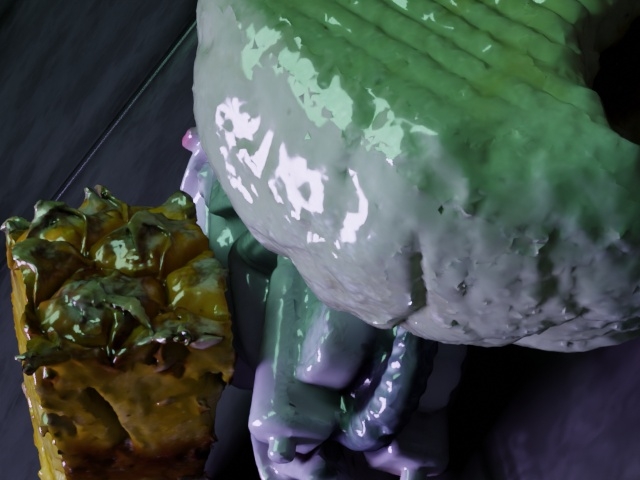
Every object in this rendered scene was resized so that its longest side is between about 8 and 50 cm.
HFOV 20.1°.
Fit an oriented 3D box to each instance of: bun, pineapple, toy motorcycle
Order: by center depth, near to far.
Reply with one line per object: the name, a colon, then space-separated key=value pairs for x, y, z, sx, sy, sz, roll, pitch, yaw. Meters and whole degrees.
bun: x=0.065 y=-0.046 z=0.565 sx=0.126 sy=0.213 sz=0.204 roll=87 pitch=161 yaw=-48
pineapple: x=-0.086 y=0.041 z=0.715 sx=0.233 sy=0.080 sz=0.135 roll=108 pitch=159 yaw=-58
toy motorcycle: x=0.000 y=0.000 z=0.719 sx=0.260 sy=0.110 sz=0.171 roll=-96 pitch=26 yaw=-45
